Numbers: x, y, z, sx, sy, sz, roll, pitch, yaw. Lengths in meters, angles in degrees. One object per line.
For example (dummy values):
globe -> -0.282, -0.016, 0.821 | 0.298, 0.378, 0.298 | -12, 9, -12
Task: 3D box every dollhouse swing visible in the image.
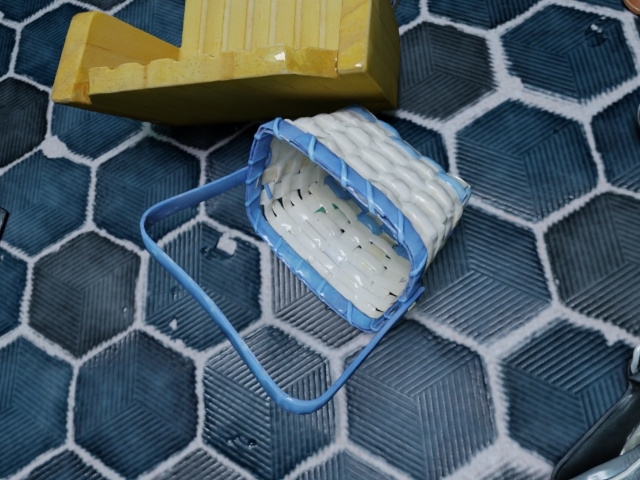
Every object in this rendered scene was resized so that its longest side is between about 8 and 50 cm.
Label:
dollhouse swing -> -0.089, -0.311, 0.558 | 0.346, 0.315, 0.305 | 1, 97, 16

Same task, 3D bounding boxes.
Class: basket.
basket -> 0.000, 0.000, 0.482 | 0.288, 0.201, 0.255 | -31, 66, -34

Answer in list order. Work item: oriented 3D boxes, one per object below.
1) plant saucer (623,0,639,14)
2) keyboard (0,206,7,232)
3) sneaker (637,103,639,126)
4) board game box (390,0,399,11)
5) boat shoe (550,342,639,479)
plant saucer -> 0.456, -0.338, 0.627 | 0.083, 0.013, 0.084 | -3, 72, 10
keyboard -> -0.590, 0.081, 0.666 | 0.201, 0.033, 0.318 | 5, 73, 12
sneaker -> 0.504, -0.106, 0.508 | 0.290, 0.106, 0.123 | 35, 72, 10
board game box -> 0.044, -0.404, 0.702 | 0.170, 0.048, 0.141 | 23, 77, 16
boat shoe -> 0.346, 0.148, 0.438 | 0.099, 0.116, 0.319 | 37, 87, 15
